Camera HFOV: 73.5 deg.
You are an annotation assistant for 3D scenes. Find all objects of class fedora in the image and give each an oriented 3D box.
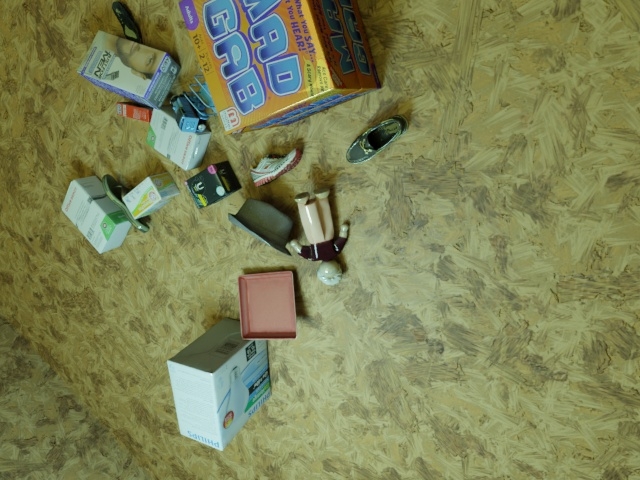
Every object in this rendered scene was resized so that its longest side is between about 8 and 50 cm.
[{"bbox_3d":[-0.192,-0.064,1.533,0.275,0.243,0.124,29,90,28],"label":"fedora"}]

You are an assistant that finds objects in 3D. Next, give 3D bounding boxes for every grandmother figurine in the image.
[{"bbox_3d":[0.000,0.000,1.483,0.207,0.104,0.343,-12,111,11],"label":"grandmother figurine"}]

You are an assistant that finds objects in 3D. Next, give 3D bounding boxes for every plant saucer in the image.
[{"bbox_3d":[-0.202,0.256,1.688,0.258,0.047,0.259,-7,85,26],"label":"plant saucer"}]

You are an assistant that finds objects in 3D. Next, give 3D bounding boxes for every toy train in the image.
[{"bbox_3d":[-0.476,-0.464,1.546,0.080,0.105,0.184,-55,54,38],"label":"toy train"}]

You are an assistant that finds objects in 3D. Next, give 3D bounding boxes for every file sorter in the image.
[{"bbox_3d":[-0.377,-0.536,1.496,0.118,0.104,0.170,50,123,4],"label":"file sorter"}]

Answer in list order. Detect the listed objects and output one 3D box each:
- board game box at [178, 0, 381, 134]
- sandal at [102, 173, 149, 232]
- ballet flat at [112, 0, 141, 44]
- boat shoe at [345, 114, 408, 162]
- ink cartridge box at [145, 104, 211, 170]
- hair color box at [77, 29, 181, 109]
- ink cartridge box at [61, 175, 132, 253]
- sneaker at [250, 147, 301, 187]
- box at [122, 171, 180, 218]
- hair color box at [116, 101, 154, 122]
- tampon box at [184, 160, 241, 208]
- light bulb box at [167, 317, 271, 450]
[{"bbox_3d":[-0.093,-0.538,1.202,0.356,0.356,0.356,-12,102,30],"label":"board game box"},{"bbox_3d":[-0.833,-0.170,1.876,0.086,0.120,0.303,-39,90,4],"label":"sandal"},{"bbox_3d":[-0.723,-0.814,1.617,0.057,0.049,0.173,-24,103,4],"label":"ballet flat"},{"bbox_3d":[0.162,-0.308,1.323,0.227,0.068,0.081,-31,92,32],"label":"boat shoe"},{"bbox_3d":[-0.543,-0.393,1.639,0.219,0.092,0.160,35,120,12],"label":"ink cartridge box"},{"bbox_3d":[-0.709,-0.632,1.587,0.338,0.110,0.185,24,86,16],"label":"hair color box"},{"bbox_3d":[-1.021,-0.122,1.967,0.289,0.121,0.211,47,122,5],"label":"ink cartridge box"},{"bbox_3d":[-0.164,-0.266,1.495,0.225,0.088,0.093,-23,95,31],"label":"sneaker"},{"bbox_3d":[-0.705,-0.187,1.786,0.203,0.114,0.103,-27,95,31],"label":"box"},{"bbox_3d":[-0.703,-0.504,1.681,0.167,0.093,0.053,16,114,21],"label":"hair color box"},{"bbox_3d":[-0.408,-0.211,1.632,0.161,0.101,0.121,-23,98,31],"label":"tampon box"},{"bbox_3d":[-0.398,0.573,1.764,0.225,0.358,0.361,8,112,26],"label":"light bulb box"}]
